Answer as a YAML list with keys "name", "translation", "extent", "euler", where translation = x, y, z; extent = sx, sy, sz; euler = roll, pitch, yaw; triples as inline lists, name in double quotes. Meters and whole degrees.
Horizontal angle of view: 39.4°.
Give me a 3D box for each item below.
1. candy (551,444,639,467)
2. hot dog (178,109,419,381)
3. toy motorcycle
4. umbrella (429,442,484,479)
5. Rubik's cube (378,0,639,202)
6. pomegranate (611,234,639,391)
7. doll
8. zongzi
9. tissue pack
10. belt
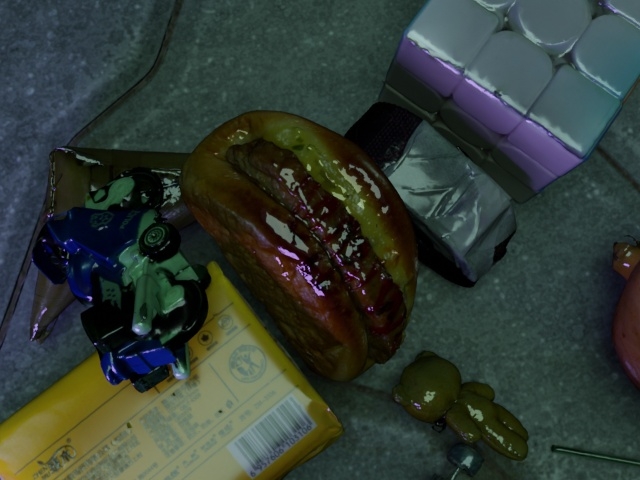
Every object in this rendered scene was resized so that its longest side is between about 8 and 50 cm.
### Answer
- name: "candy"
  translation: [0.494, 0.323, 1.308]
  extent: [0.305, 0.083, 0.091]
  euler: [9, 82, 7]
- name: "hot dog"
  translation: [-0.001, 0.001, 1.208]
  extent: [0.185, 0.223, 0.405]
  euler: [-42, 102, -30]
- name: "toy motorcycle"
  translation: [-0.254, 0.039, 1.119]
  extent: [0.196, 0.125, 0.331]
  euler: [-30, 47, 0]
- name: "umbrella"
  translation: [0.118, 0.435, 1.234]
  extent: [0.143, 0.094, 0.349]
  euler: [27, 71, 33]
- name: "Rubik's cube"
  translation: [0.291, -0.268, 1.278]
  extent: [0.291, 0.291, 0.290]
  euler: [36, 81, 4]
- name: "pomegranate"
  translation: [0.550, 0.095, 1.234]
  extent: [0.338, 0.338, 0.338]
  euler: [0, 81, -3]
- name: "doll"
  translation: [0.202, 0.252, 1.289]
  extent: [0.209, 0.137, 0.097]
  euler: [35, 124, 7]
- name: "zongzi"
  translation: [-0.275, 0.011, 1.289]
  extent: [0.260, 0.123, 0.289]
  euler: [4, 81, -5]
- name: "tissue pack"
  translation: [-0.198, 0.260, 1.197]
  extent: [0.382, 0.228, 0.293]
  euler: [-38, 82, -9]
- name: "belt"
  translation: [0.159, -0.076, 1.298]
  extent: [0.289, 0.184, 0.164]
  euler: [42, 76, -1]
